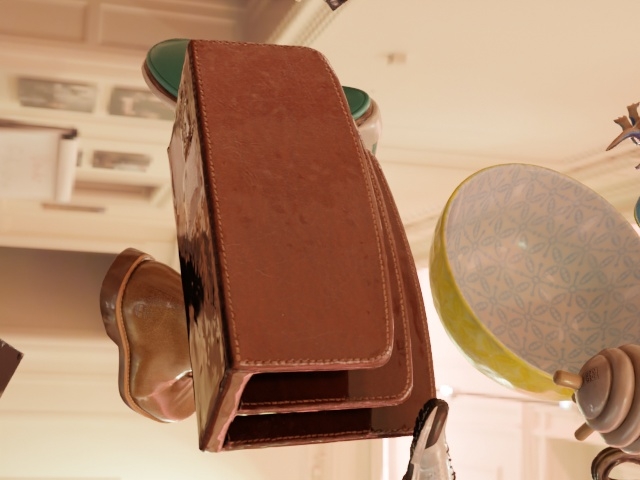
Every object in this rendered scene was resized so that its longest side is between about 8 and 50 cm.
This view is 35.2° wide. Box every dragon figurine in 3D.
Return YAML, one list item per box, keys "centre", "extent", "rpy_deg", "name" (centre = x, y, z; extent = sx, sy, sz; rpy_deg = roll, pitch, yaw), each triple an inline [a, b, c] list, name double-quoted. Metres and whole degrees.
- centre: [0.642, -0.191, 1.960]
  extent: [0.085, 0.289, 0.144]
  rpy_deg: [-21, -78, 34]
  name: "dragon figurine"

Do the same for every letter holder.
- centre: [0.000, 0.000, 0.831]
  extent: [0.152, 0.214, 0.302]
  rpy_deg: [113, -28, -54]
  name: "letter holder"

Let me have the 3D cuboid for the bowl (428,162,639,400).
- centre: [0.235, 0.069, 1.166]
  extent: [0.156, 0.289, 0.290]
  rpy_deg: [126, -35, -51]
  name: "bowl"

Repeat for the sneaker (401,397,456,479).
- centre: [0.089, 0.174, 0.789]
  extent: [0.040, 0.043, 0.109]
  rpy_deg: [-65, 166, -72]
  name: "sneaker"

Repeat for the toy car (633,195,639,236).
- centre: [0.593, -0.042, 1.633]
  extent: [0.182, 0.136, 0.159]
  rpy_deg: [12, -91, 32]
  name: "toy car"

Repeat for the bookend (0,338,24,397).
- centre: [-0.476, 0.174, 1.237]
  extent: [0.157, 0.156, 0.072]
  rpy_deg: [-64, 152, -18]
  name: "bookend"

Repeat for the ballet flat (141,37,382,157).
- centre: [-0.087, -0.167, 1.368]
  extent: [0.400, 0.139, 0.139]
  rpy_deg: [21, -68, 33]
  name: "ballet flat"

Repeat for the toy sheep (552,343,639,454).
- centre: [0.235, 0.119, 0.755]
  extent: [0.091, 0.132, 0.091]
  rpy_deg: [-170, -90, -78]
  name: "toy sheep"

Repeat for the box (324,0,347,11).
- centre: [0.036, -0.339, 1.365]
  extent: [0.018, 0.067, 0.083]
  rpy_deg: [53, 8, -14]
  name: "box"

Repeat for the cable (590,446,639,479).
- centre: [0.461, 0.323, 1.231]
  extent: [0.139, 0.287, 0.072]
  rpy_deg: [-46, -153, 12]
  name: "cable"

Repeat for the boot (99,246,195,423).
- centre: [-0.160, 0.135, 1.146]
  extent: [0.305, 0.115, 0.112]
  rpy_deg: [86, 27, -54]
  name: "boot"
